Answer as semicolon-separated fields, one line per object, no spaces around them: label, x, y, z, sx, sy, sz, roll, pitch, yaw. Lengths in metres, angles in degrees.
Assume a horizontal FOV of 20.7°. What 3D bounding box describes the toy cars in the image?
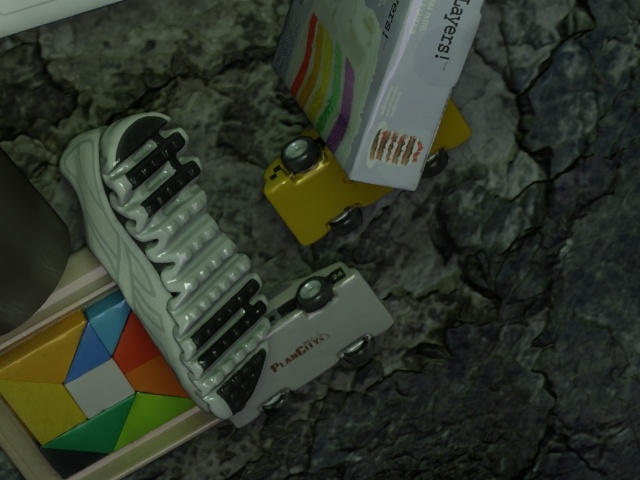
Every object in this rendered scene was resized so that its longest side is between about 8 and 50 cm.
toy cars;0.000;0.000;1.628;0.176;0.087;0.393;8;119;-25

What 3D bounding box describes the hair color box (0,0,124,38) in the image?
hair color box;-0.166;-0.288;1.382;0.347;0.105;0.174;-18;124;-9

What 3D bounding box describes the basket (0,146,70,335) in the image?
basket;-0.330;-0.028;1.450;0.204;0.154;0.227;-37;129;12

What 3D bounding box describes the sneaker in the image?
sneaker;-0.136;0.024;1.544;0.110;0.118;0.292;-38;115;-41

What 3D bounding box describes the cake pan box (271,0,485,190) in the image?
cake pan box;0.055;-0.209;1.426;0.070;0.246;0.267;8;116;-25

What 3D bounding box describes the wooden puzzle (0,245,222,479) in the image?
wooden puzzle;-0.214;0.130;1.644;0.221;0.044;0.238;-29;124;-2
